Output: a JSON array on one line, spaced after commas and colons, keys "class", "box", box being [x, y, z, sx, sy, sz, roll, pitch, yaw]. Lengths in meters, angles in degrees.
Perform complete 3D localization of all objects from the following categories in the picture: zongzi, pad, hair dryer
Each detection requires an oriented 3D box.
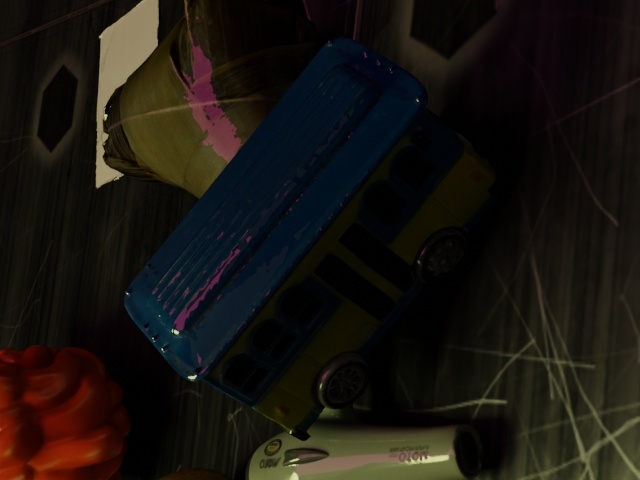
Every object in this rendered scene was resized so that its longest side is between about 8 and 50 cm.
[{"class": "zongzi", "box": [-0.112, -0.057, 1.266, 0.289, 0.154, 0.317, -37, 58, 51]}, {"class": "pad", "box": [-0.249, -0.191, 1.593, 0.156, 0.004, 0.232, -22, 63, 48]}, {"class": "hair dryer", "box": [0.053, 0.120, 1.060, 0.229, 0.092, 0.267, 7, 76, 46]}]

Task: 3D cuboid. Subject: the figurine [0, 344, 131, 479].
[{"class": "figurine", "box": [-0.361, 0.301, 1.441, 0.306, 0.241, 0.411, -132, 51, -57]}]

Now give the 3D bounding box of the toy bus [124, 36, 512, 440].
[{"class": "toy bus", "box": [0.000, 0.000, 1.014, 0.287, 0.175, 0.138, -51, 44, 2]}]

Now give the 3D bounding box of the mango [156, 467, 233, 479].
[{"class": "mango", "box": [-0.127, 0.369, 1.103, 0.199, 0.222, 0.384, 104, 176, -50]}]
